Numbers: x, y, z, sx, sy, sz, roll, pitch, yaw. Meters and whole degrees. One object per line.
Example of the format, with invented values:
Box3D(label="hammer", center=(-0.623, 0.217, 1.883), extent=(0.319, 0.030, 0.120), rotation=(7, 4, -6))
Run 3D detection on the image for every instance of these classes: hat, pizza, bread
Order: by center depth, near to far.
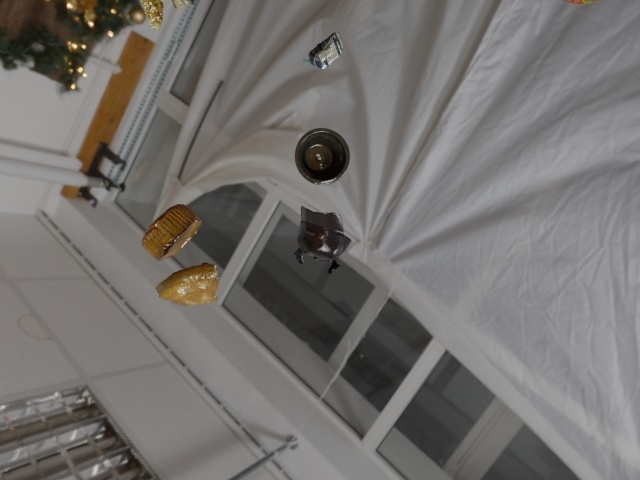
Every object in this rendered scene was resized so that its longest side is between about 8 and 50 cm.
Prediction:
Box3D(label="pizza", center=(-0.347, 0.129, 1.392), extent=(0.161, 0.182, 0.063), rotation=(46, -160, -39))
Box3D(label="bread", center=(-0.472, -0.029, 1.554), extent=(0.104, 0.199, 0.199), rotation=(41, -167, -2))
Box3D(label="pizza", center=(-0.539, -0.763, 1.575), extent=(0.134, 0.046, 0.175), rotation=(38, -142, -77))
Box3D(label="hat", center=(-0.014, 0.011, 2.069), extent=(0.237, 0.209, 0.336), rotation=(15, 159, 20))

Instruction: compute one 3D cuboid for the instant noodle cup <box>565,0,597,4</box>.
Box3D(label="instant noodle cup", center=(0.850, -0.900, 1.560), extent=(0.192, 0.212, 0.193), rotation=(13, 158, 5))

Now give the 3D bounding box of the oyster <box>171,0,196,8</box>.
Box3D(label="oyster", center=(-0.387, -0.859, 1.522), extent=(0.100, 0.271, 0.275), rotation=(14, -169, -33))

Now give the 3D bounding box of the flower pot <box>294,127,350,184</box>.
Box3D(label="flower pot", center=(0.001, -0.355, 2.114), extent=(0.235, 0.236, 0.148), rotation=(29, -178, -9))

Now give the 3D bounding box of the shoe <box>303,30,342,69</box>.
Box3D(label="shoe", center=(0.014, -0.572, 1.483), extent=(0.071, 0.143, 0.064), rotation=(22, 156, 36))
